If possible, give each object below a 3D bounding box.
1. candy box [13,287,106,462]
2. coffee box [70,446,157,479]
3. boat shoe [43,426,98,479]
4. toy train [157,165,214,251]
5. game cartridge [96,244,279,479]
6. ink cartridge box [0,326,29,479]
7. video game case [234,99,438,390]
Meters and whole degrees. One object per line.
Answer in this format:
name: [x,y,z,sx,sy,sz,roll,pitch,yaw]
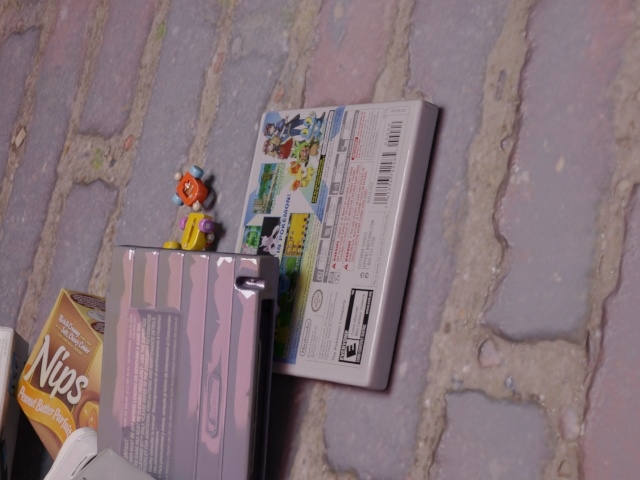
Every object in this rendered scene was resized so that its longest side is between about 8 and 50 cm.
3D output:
candy box: [-0.302,0.223,1.850,0.316,0.087,0.183,44,111,49]
coffee box: [-0.277,0.383,1.581,0.098,0.141,0.246,32,128,14]
boat shoe: [-0.317,0.329,1.722,0.184,0.066,0.063,-59,40,9]
toy train: [-0.185,-0.011,1.834,0.166,0.046,0.125,-58,39,13]
game cartridge: [-0.163,0.187,1.625,0.230,0.068,0.355,4,91,34]
ink cartridge box: [-0.488,0.294,2.028,0.261,0.066,0.296,103,173,-76]
video game case: [0.000,0.000,1.612,0.300,0.036,0.329,2,79,51]
